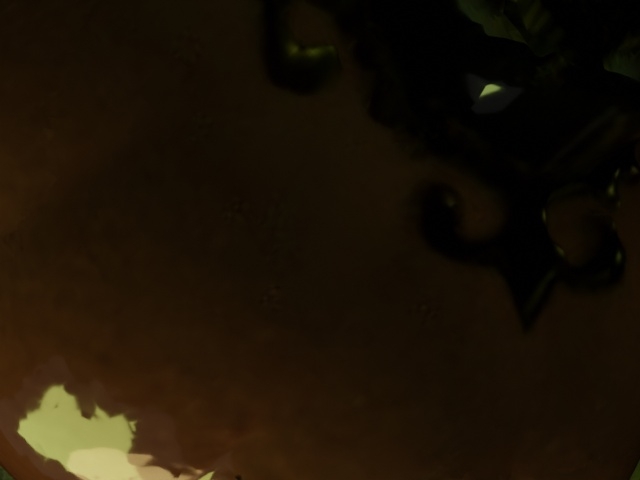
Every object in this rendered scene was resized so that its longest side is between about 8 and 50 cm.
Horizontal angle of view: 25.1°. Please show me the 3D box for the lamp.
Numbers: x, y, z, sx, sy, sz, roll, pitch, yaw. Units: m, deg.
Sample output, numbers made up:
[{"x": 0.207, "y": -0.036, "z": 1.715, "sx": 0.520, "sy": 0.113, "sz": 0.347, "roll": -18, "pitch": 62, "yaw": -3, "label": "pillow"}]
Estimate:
[{"x": 0.008, "y": -0.028, "z": 0.492, "sx": 0.305, "sy": 0.239, "sz": 0.305, "roll": 21, "pitch": -131, "yaw": -26, "label": "lamp"}]

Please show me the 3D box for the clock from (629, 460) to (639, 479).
[{"x": 0.179, "y": 0.132, "z": 0.883, "sx": 0.069, "sy": 0.170, "sz": 0.232, "roll": 37, "pitch": 175, "yaw": 10, "label": "clock"}]
